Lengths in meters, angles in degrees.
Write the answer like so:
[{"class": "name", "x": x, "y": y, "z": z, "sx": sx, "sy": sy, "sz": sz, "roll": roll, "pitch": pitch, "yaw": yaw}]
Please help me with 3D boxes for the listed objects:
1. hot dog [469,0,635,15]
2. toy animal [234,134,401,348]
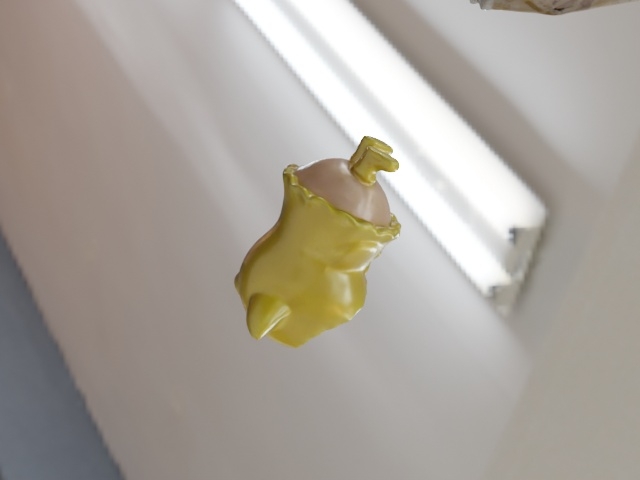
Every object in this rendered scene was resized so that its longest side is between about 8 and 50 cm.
[{"class": "hot dog", "x": 0.214, "y": -0.246, "z": 1.182, "sx": 0.069, "sy": 0.253, "sz": 0.131, "roll": -90, "pitch": 180, "yaw": -61}, {"class": "toy animal", "x": -0.001, "y": -0.001, "z": 1.487, "sx": 0.230, "sy": 0.156, "sz": 0.156, "roll": -55, "pitch": -138, "yaw": 12}]
